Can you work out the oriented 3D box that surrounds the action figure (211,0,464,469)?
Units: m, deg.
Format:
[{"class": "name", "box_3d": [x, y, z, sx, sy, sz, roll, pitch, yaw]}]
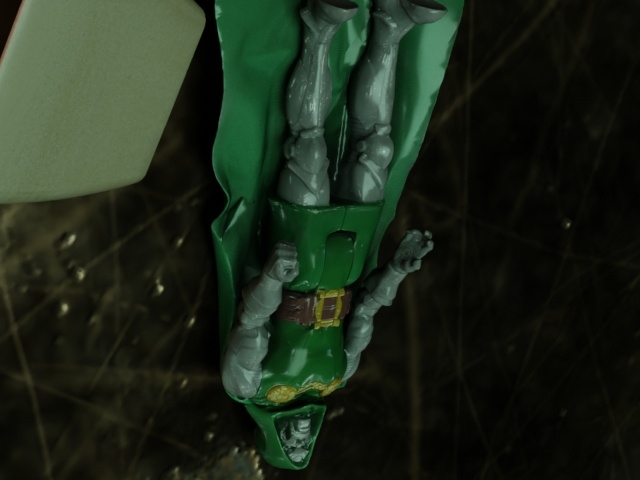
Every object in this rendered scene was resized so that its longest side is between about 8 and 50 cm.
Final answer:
[{"class": "action figure", "box_3d": [0.000, 0.000, 0.740, 0.137, 0.063, 0.232, -5, 117, -33]}]

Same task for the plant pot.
[{"class": "plant pot", "box_3d": [-0.109, -0.074, 0.615, 0.096, 0.109, 0.109, 12, 104, -47]}]
